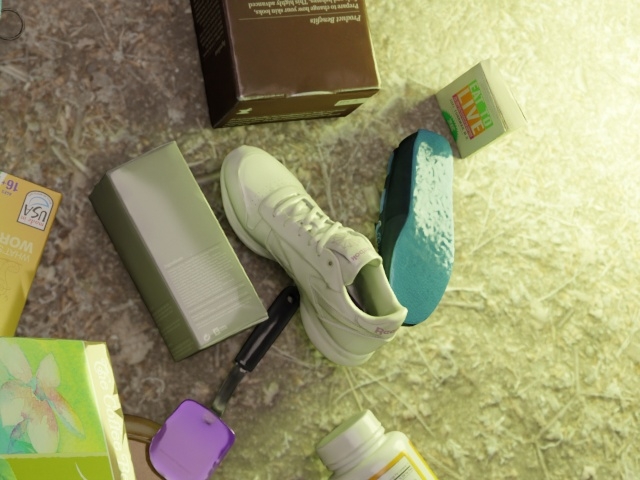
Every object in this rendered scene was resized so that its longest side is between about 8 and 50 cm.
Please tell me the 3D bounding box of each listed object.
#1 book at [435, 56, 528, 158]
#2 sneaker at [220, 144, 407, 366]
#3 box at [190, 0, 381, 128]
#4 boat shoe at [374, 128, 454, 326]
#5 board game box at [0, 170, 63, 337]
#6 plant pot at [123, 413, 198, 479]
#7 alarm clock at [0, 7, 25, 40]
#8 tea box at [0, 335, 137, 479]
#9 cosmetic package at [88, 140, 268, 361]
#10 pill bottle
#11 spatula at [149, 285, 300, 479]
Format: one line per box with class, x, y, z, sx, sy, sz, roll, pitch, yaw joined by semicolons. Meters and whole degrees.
book;0.202;-0.169;2.060;0.035;0.144;0.096;-22;86;-22
sneaker;0.000;0.000;1.942;0.114;0.152;0.305;-35;88;-38
box;-0.062;-0.344;2.013;0.191;0.143;0.381;-6;79;-21
boat shoe;0.118;-0.009;2.032;0.109;0.089;0.258;25;66;-26
board game box;-0.458;0.055;1.826;0.242;0.064;0.316;20;73;-14
plant pot;-0.234;0.318;1.864;0.236;0.032;0.236;4;78;-18
alarm clock;-0.443;-0.240;1.896;0.192;0.064;0.129;-14;83;-18
tea box;-0.359;0.278;1.569;0.323;0.220;0.329;7;63;-51
cosmetic package;-0.172;0.015;1.902;0.107;0.127;0.238;-25;89;-22
pill bottle;0.088;0.313;1.930;0.117;0.117;0.215;-37;92;-22
spatula;-0.103;0.167;1.930;0.084;0.030;0.296;39;59;-10
